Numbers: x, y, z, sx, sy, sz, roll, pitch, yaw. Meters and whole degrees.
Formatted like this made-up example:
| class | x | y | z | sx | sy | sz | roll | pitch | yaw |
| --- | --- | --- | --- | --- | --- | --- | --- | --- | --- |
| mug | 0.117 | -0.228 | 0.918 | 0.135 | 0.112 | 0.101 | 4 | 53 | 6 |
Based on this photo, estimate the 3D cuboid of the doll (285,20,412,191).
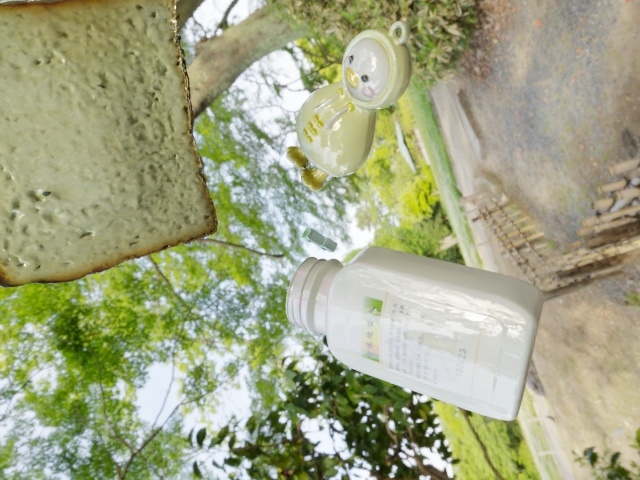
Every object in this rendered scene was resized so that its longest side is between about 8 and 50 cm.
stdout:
| class | x | y | z | sx | sy | sz | roll | pitch | yaw |
| --- | --- | --- | --- | --- | --- | --- | --- | --- | --- |
| doll | 0.039 | -0.196 | 0.706 | 0.141 | 0.117 | 0.296 | 62 | 148 | 21 |

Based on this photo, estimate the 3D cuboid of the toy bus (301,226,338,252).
| class | x | y | z | sx | sy | sz | roll | pitch | yaw |
| --- | --- | --- | --- | --- | --- | --- | --- | --- | --- |
| toy bus | 0.000 | 0.000 | 1.086 | 0.083 | 0.031 | 0.037 | 29 | 174 | -22 |

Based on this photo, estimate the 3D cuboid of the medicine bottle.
| class | x | y | z | sx | sy | sz | roll | pitch | yaw |
| --- | --- | --- | --- | --- | --- | --- | --- | --- | --- |
| medicine bottle | 0.115 | 0.109 | 0.648 | 0.124 | 0.324 | 0.179 | -40 | -45 | -52 |

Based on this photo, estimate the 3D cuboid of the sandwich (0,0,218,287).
| class | x | y | z | sx | sy | sz | roll | pitch | yaw |
| --- | --- | --- | --- | --- | --- | --- | --- | --- | --- |
| sandwich | -0.268 | -0.110 | 0.532 | 0.099 | 0.271 | 0.301 | 35 | 136 | 55 |
